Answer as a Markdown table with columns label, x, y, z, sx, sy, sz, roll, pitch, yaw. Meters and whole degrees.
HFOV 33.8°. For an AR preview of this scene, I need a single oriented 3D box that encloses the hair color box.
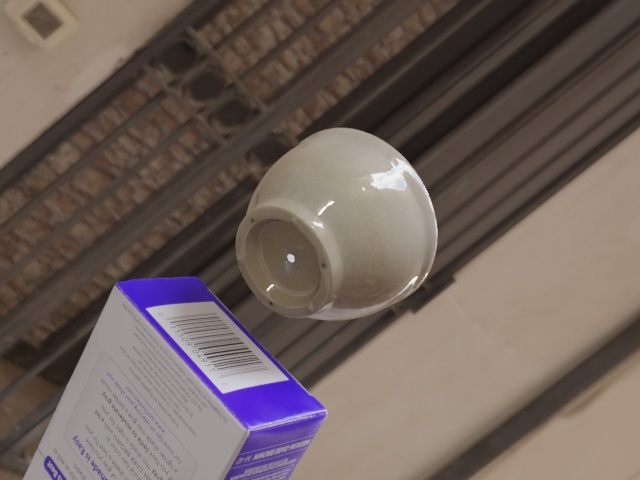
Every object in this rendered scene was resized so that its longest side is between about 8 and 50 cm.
| label | x | y | z | sx | sy | sz | roll | pitch | yaw |
| --- | --- | --- | --- | --- | --- | --- | --- | --- | --- |
| hair color box | -0.154 | 0.220 | 0.914 | 0.185 | 0.339 | 0.110 | 43 | 25 | 29 |

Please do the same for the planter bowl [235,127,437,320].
| label | x | y | z | sx | sy | sz | roll | pitch | yaw |
| --- | --- | --- | --- | --- | --- | --- | --- | --- | --- |
| planter bowl | 0.000 | 0.000 | 0.866 | 0.162 | 0.162 | 0.109 | 52 | 42 | 5 |
